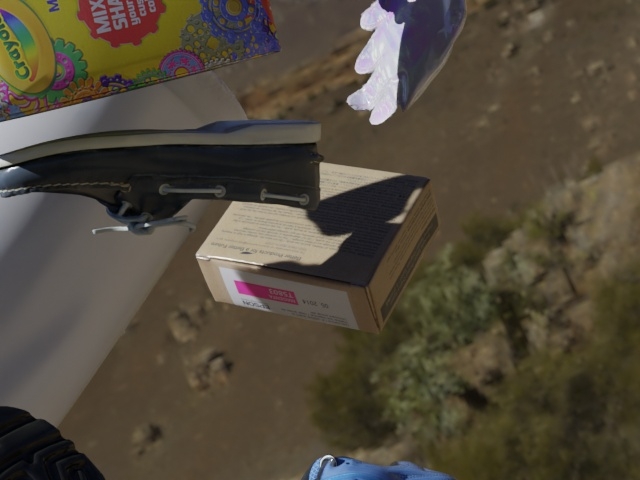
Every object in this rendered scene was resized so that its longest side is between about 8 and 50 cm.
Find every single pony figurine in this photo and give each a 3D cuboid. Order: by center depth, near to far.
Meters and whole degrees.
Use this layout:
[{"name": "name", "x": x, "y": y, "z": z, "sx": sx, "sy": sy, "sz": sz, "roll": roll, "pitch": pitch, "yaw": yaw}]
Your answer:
[{"name": "pony figurine", "x": 0.078, "y": -0.329, "z": 1.337, "sx": 0.351, "sy": 0.363, "sz": 0.303, "roll": -39, "pitch": 40, "yaw": 43}]

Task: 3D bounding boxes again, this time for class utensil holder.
[{"name": "utensil holder", "x": -0.297, "y": -0.020, "z": 1.299, "sx": 0.385, "sy": 0.327, "sz": 0.327, "roll": -58, "pitch": 20, "yaw": -17}]

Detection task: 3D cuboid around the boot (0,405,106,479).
[{"name": "boot", "x": -0.154, "y": 0.277, "z": 0.824, "sx": 0.131, "sy": 0.348, "sz": 0.260, "roll": -28, "pitch": -12, "yaw": -45}]

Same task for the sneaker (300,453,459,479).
[{"name": "sneaker", "x": 0.020, "y": 0.257, "z": 1.134, "sx": 0.147, "sy": 0.130, "sz": 0.330, "roll": 25, "pitch": 18, "yaw": 26}]

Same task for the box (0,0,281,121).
[{"name": "box", "x": -0.181, "y": -0.227, "z": 0.880, "sx": 0.177, "sy": 0.290, "sz": 0.279, "roll": -16, "pitch": 9, "yaw": -19}]

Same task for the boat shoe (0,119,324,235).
[{"name": "boat shoe", "x": -0.115, "y": -0.045, "z": 1.042, "sx": 0.254, "sy": 0.079, "sz": 0.095, "roll": -7, "pitch": 9, "yaw": -29}]

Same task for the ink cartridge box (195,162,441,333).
[{"name": "ink cartridge box", "x": 0.000, "y": 0.000, "z": 1.708, "sx": 0.234, "sy": 0.088, "sz": 0.193, "roll": 10, "pitch": 49, "yaw": 28}]
